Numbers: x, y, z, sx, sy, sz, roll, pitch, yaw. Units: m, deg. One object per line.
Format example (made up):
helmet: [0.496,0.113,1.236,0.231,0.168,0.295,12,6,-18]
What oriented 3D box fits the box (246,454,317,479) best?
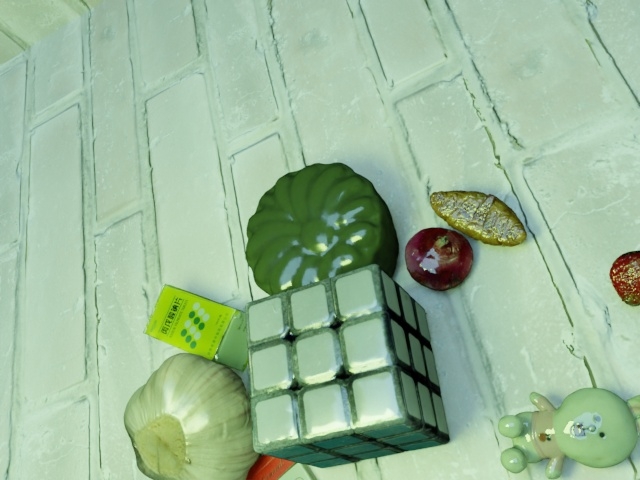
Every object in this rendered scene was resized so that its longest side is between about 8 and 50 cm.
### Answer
box: [-0.058,0.553,1.367,0.139,0.035,0.245,-45,55,3]

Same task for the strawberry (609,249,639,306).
strawberry: [0.593,0.072,1.211,0.106,0.106,0.106,-12,62,23]

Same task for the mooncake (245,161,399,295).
mooncake: [0.000,0.000,1.504,0.356,0.194,0.357,-12,62,24]

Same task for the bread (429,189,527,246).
bread: [0.348,-0.053,1.414,0.233,0.076,0.105,27,93,28]

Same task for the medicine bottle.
medicine bottle: [-0.287,0.212,1.590,0.250,0.141,0.137,14,78,32]

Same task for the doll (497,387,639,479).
doll: [0.452,0.337,1.161,0.274,0.113,0.155,-17,69,12]

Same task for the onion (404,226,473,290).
onion: [0.253,0.027,1.388,0.149,0.140,0.150,-3,70,9]

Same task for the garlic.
garlic: [-0.271,0.411,1.421,0.317,0.259,0.318,7,107,23]

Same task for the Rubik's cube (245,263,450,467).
Rubik's cube: [0.052,0.263,1.284,0.305,0.301,0.304,-20,60,19]
